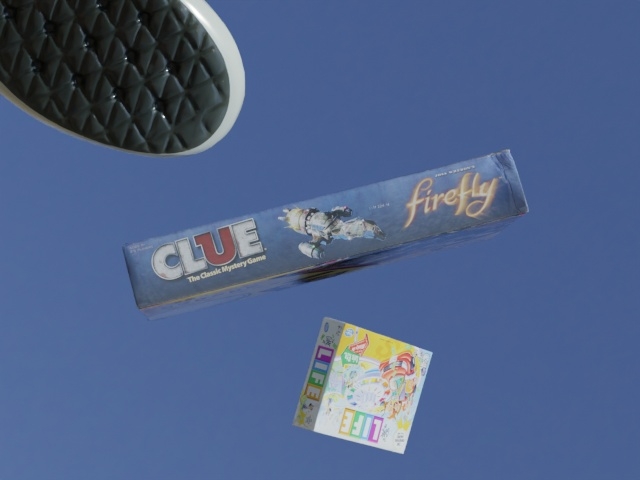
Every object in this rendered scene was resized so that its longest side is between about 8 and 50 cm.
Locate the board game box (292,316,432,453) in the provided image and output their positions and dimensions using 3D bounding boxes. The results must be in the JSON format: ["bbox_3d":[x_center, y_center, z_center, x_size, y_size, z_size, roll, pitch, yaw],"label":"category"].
[{"bbox_3d":[0.041,0.138,1.799,0.026,0.154,0.103,14,-94,37],"label":"board game box"}]

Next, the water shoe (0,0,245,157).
[{"bbox_3d":[-0.118,-0.100,0.707,0.203,0.080,0.073,27,-74,-8],"label":"water shoe"}]

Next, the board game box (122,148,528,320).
[{"bbox_3d":[0.000,0.000,1.226,0.165,0.243,0.042,120,-44,-84],"label":"board game box"}]
